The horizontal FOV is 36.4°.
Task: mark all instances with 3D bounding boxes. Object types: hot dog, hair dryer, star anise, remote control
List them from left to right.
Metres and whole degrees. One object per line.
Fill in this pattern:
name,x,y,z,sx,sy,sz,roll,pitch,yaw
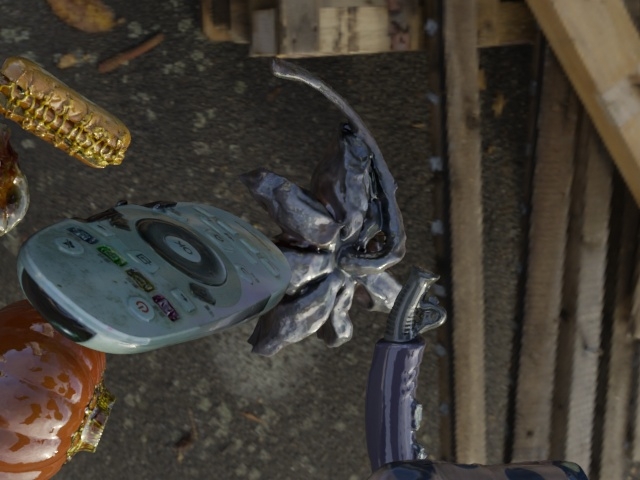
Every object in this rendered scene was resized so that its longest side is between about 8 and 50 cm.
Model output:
hot dog,-0.276,-0.131,1.038,0.071,0.045,0.165,-37,129,25
remote control,-0.082,0.018,0.540,0.097,0.256,0.045,39,103,12
star anise,0.000,0.000,1.180,0.359,0.139,0.316,37,80,-30
hair dryer,0.118,0.203,0.940,0.121,0.301,0.361,-22,109,-65

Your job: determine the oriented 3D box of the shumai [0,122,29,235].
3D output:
shumai,-0.362,-0.051,0.964,0.209,0.152,0.161,-57,146,-60

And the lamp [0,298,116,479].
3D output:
lamp,-0.334,0.174,1.103,0.196,0.223,0.223,24,89,-7

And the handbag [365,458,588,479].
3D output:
handbag,0.088,0.278,0.602,0.190,0.193,0.251,7,128,-22
